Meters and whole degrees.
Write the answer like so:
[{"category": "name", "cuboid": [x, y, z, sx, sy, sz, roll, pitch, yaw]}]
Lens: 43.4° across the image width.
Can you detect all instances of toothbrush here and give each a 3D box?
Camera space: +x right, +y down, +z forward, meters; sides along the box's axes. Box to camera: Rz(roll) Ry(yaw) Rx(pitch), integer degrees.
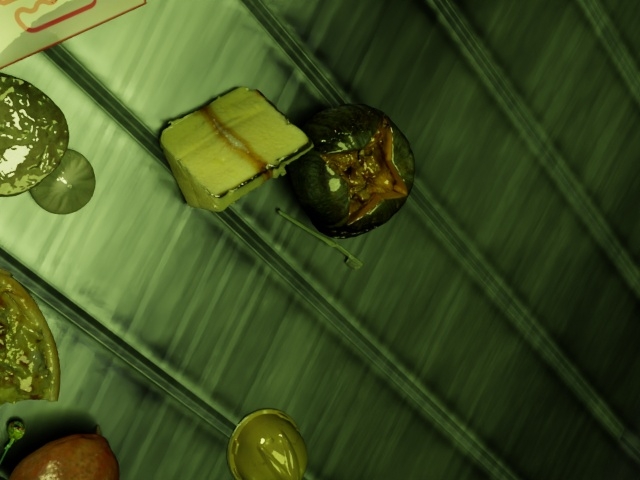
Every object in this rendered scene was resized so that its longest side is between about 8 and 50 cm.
[{"category": "toothbrush", "cuboid": [0.003, -0.005, 1.989, 0.294, 0.026, 0.028, 37, 98, -31]}]

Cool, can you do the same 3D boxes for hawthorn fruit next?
[{"category": "hawthorn fruit", "cuboid": [-0.533, 0.504, 1.717, 0.210, 0.211, 0.262, 54, 50, -28]}]

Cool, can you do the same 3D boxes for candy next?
[{"category": "candy", "cuboid": [-0.667, 0.439, 1.715, 0.035, 0.035, 0.123, 23, 100, -43]}]

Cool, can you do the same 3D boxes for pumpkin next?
[{"category": "pumpkin", "cuboid": [0.074, -0.169, 1.892, 0.321, 0.192, 0.320, -7, 105, -26]}]

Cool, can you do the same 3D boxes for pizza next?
[{"category": "pizza", "cuboid": [-0.656, 0.227, 1.637, 0.223, 0.089, 0.323, -25, 113, -26]}]

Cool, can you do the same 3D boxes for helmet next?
[{"category": "helmet", "cuboid": [-0.108, 0.554, 1.999, 0.205, 0.140, 0.257, -28, 112, -21]}]

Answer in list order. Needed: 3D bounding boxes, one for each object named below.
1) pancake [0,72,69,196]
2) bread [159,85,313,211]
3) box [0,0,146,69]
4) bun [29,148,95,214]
[{"category": "pancake", "cuboid": [-0.607, -0.204, 1.560, 0.242, 0.050, 0.241, 0, 89, -20]}, {"category": "bread", "cuboid": [-0.179, -0.200, 1.713, 0.263, 0.236, 0.198, -35, 117, -19]}, {"category": "box", "cuboid": [-0.532, -0.495, 1.398, 0.312, 0.314, 0.300, -32, 118, -20]}, {"category": "bun", "cuboid": [-0.517, -0.115, 1.627, 0.138, 0.094, 0.138, -9, 110, -27]}]
